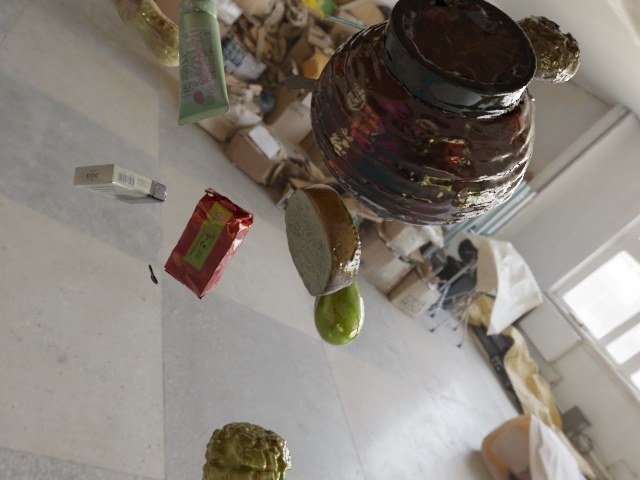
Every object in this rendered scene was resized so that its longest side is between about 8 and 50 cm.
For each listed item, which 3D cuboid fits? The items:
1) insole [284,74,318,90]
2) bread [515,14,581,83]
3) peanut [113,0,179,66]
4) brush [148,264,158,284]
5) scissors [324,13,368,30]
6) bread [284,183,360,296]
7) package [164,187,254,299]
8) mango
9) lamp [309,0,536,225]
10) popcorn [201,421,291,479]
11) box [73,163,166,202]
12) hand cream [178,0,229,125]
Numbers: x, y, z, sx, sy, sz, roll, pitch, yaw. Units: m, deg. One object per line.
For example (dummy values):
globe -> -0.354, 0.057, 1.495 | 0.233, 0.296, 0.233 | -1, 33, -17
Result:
insole -> -0.055, -0.458, 1.522 | 0.135, 0.044, 0.002 | 21, 9, 35
bread -> 0.601, -0.529, 1.429 | 0.230, 0.123, 0.229 | 12, 42, -11
peanut -> -0.543, -0.689, 1.673 | 0.290, 0.130, 0.130 | 49, 16, -16
brush -> -0.449, 0.091, 1.398 | 0.024, 0.008, 0.083 | 41, 9, -46
scissors -> 0.214, -0.525, 1.377 | 0.448, 0.029, 0.192 | 8, 22, -24
bread -> 0.000, 0.000, 1.094 | 0.070, 0.236, 0.236 | -13, 51, -26
package -> -0.389, 0.005, 1.834 | 0.196, 0.423, 0.123 | 36, 28, 4
mango -> 0.062, 0.199, 1.642 | 0.185, 0.149, 0.272 | 46, 37, -44
lamp -> 0.103, -0.123, 0.549 | 0.247, 0.247, 0.247 | 38, 19, -16
popcorn -> -0.153, 0.510, 1.156 | 0.217, 0.180, 0.235 | 12, 3, 5
box -> -0.662, -0.183, 1.746 | 0.259, 0.168, 0.071 | 26, 65, -64
hand cream -> -0.287, -0.433, 1.250 | 0.093, 0.147, 0.305 | 19, 65, -65
